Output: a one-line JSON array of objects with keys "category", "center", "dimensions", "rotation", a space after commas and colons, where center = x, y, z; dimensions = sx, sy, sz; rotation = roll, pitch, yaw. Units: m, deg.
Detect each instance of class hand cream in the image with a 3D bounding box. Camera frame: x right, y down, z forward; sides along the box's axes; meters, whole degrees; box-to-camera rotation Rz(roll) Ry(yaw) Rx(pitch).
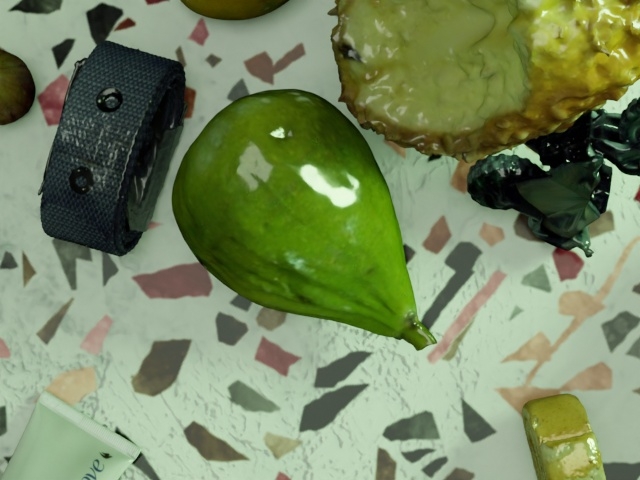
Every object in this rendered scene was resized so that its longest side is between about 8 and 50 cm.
[{"category": "hand cream", "center": [-0.318, 0.308, 1.635], "dimensions": [0.133, 0.083, 0.248], "rotation": [28, 80, 4]}]

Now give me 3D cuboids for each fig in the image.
[{"category": "fig", "center": [-0.373, -0.180, 1.640], "dimensions": [0.089, 0.125, 0.089], "rotation": [-1, 81, 5]}, {"category": "fig", "center": [-0.030, -0.004, 1.552], "dimensions": [0.233, 0.233, 0.314], "rotation": [-17, 90, 4]}]

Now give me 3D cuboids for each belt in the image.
[{"category": "belt", "center": [-0.240, -0.105, 1.623], "dimensions": [0.126, 0.139, 0.230], "rotation": [16, 90, 11]}]

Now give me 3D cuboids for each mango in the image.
[{"category": "mango", "center": [-0.084, -0.304, 1.643], "dimensions": [0.163, 0.089, 0.111], "rotation": [-36, 72, 12]}]

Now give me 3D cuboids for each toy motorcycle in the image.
[{"category": "toy motorcycle", "center": [0.293, -0.068, 1.542], "dimensions": [0.270, 0.159, 0.106], "rotation": [-19, 42, 35]}]

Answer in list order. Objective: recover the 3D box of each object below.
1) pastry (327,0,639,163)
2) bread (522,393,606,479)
[{"category": "pastry", "center": [0.207, -0.255, 1.476], "dimensions": [0.337, 0.405, 0.292], "rotation": [-32, 94, -38]}, {"category": "bread", "center": [0.269, 0.240, 1.557], "dimensions": [0.073, 0.122, 0.149], "rotation": [-13, 86, 1]}]
